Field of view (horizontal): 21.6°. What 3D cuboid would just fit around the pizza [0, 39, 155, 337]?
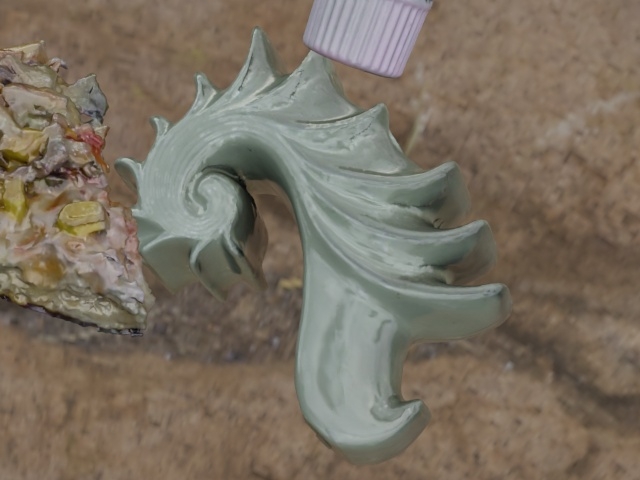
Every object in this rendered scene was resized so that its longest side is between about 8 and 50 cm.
[{"bbox_3d":[-0.156,-0.022,0.860,0.195,0.052,0.185,40,55,17],"label":"pizza"}]

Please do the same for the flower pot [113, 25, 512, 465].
[{"bbox_3d":[0.000,0.000,1.488,0.254,0.164,0.367,-45,69,-7],"label":"flower pot"}]

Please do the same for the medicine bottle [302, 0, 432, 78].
[{"bbox_3d":[0.052,-0.202,1.016,0.083,0.203,0.083,18,10,-3],"label":"medicine bottle"}]
